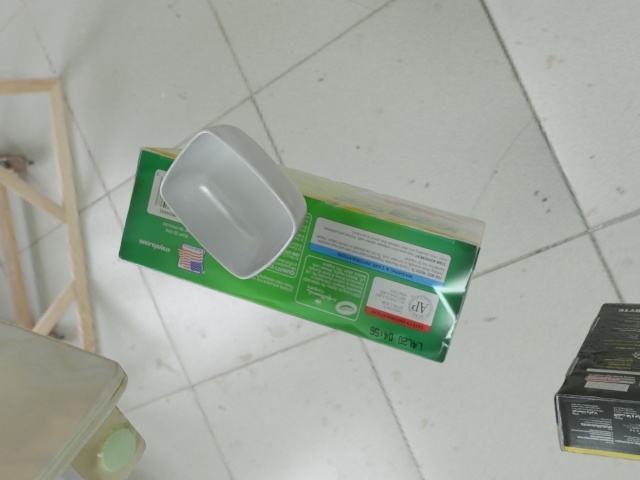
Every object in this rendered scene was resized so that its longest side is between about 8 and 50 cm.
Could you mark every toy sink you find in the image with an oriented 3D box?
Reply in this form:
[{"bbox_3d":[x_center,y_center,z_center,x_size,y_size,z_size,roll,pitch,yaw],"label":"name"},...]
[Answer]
[{"bbox_3d":[-0.229,0.156,0.542,0.234,0.153,0.131,9,139,34],"label":"toy sink"}]

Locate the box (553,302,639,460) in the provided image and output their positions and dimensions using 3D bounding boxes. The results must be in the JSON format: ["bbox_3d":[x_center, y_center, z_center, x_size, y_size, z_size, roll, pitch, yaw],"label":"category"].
[{"bbox_3d":[0.447,0.152,0.834,0.322,0.257,0.079,-1,109,31],"label":"box"}]

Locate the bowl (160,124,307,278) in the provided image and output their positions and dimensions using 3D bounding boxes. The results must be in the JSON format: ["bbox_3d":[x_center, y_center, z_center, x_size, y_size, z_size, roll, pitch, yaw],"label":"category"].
[{"bbox_3d":[-0.082,-0.043,0.782,0.142,0.053,0.142,48,138,-1],"label":"bowl"}]

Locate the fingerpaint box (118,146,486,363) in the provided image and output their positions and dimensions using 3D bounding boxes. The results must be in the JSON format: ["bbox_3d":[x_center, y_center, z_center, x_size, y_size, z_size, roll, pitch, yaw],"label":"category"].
[{"bbox_3d":[0.000,0.000,1.118,0.444,0.371,0.163,17,99,10],"label":"fingerpaint box"}]
